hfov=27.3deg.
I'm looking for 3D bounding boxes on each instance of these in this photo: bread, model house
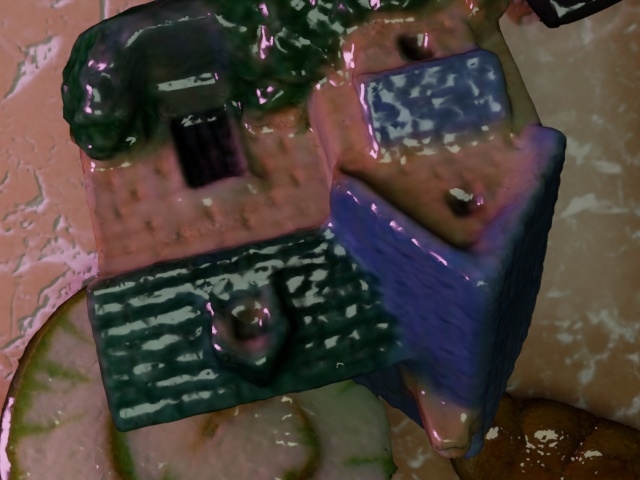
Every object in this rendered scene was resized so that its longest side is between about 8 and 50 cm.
[{"bbox_3d":[0.293,0.235,1.334,0.344,0.084,0.124,16,121,-6],"label":"bread"},{"bbox_3d":[0.000,0.000,1.079,0.382,0.335,0.343,-11,57,-5],"label":"model house"},{"bbox_3d":[-0.119,0.195,1.237,0.366,0.129,0.382,-23,80,-19],"label":"bread"}]

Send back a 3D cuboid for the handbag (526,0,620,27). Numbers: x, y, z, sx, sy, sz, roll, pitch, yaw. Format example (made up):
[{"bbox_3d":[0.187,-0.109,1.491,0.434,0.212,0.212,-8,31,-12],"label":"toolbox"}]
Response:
[{"bbox_3d":[0.265,-0.351,1.197,0.275,0.088,0.244,-32,88,8],"label":"handbag"}]
